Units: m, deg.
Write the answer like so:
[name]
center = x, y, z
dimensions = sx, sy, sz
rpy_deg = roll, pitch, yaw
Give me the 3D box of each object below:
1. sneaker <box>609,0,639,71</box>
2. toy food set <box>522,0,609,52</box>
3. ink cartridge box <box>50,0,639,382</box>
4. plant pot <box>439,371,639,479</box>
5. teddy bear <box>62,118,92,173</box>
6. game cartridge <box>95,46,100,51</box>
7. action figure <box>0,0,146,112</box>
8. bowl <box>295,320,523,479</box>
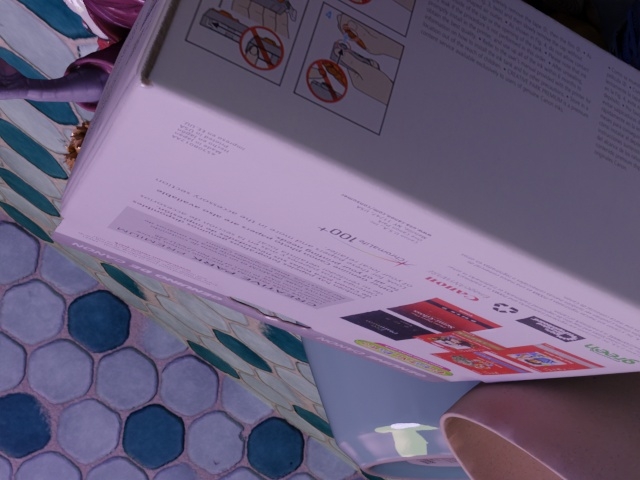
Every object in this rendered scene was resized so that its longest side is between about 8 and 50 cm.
[sneaker]
center = 0.193, -0.085, 0.492
dimensions = 0.081, 0.080, 0.211
rpy_deg = -6, 143, 14
[toy food set]
center = 0.128, -0.142, 0.552
dimensions = 0.132, 0.039, 0.192
rpy_deg = 23, 157, 28
[ink cartridge box]
center = 0.026, -0.027, 0.482
dimensions = 0.309, 0.130, 0.272
rpy_deg = 24, 159, -20
[plant pot]
center = 0.253, 0.159, 0.591
dimensions = 0.284, 0.191, 0.284
rpy_deg = 43, 165, 14
[teddy bear]
center = -0.094, -0.076, 0.712
dimensions = 0.338, 0.245, 0.113
rpy_deg = -110, 11, -76
[game cartridge]
center = -0.238, -0.201, 1.017
dimensions = 0.056, 0.017, 0.083
rpy_deg = 25, 158, 33
[action figure]
center = -0.139, -0.234, 0.645
dimensions = 0.275, 0.248, 0.370
rpy_deg = -3, 174, -10
[bowl]
center = 0.127, 0.142, 0.815
dimensions = 0.311, 0.163, 0.311
rpy_deg = 0, 157, 0
